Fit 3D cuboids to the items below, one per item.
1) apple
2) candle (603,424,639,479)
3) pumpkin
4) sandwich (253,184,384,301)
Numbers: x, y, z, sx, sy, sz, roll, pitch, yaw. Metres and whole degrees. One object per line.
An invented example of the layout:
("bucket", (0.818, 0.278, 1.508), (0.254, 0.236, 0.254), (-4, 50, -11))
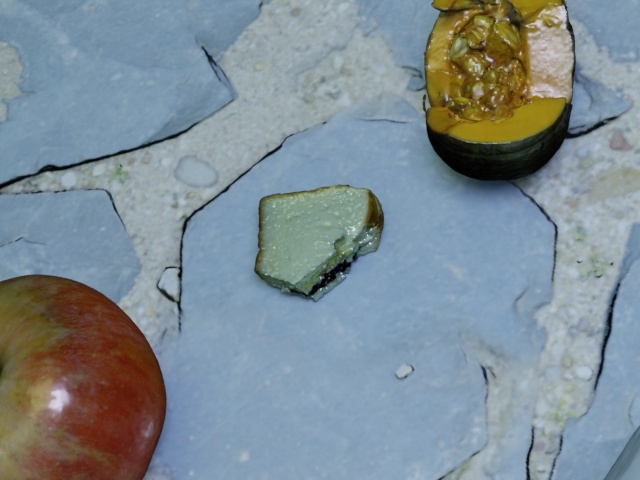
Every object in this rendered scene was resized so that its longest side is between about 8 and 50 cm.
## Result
("apple", (-0.215, 0.127, 1.395), (0.209, 0.164, 0.209), (-15, 59, 27))
("candle", (0.269, 0.186, 1.124), (0.221, 0.221, 0.342), (25, 72, 32))
("pumpkin", (0.138, -0.114, 1.422), (0.119, 0.107, 0.183), (-2, 53, 14))
("sandwich", (0.000, 0.000, 1.455), (0.105, 0.035, 0.093), (-12, 57, 14))
